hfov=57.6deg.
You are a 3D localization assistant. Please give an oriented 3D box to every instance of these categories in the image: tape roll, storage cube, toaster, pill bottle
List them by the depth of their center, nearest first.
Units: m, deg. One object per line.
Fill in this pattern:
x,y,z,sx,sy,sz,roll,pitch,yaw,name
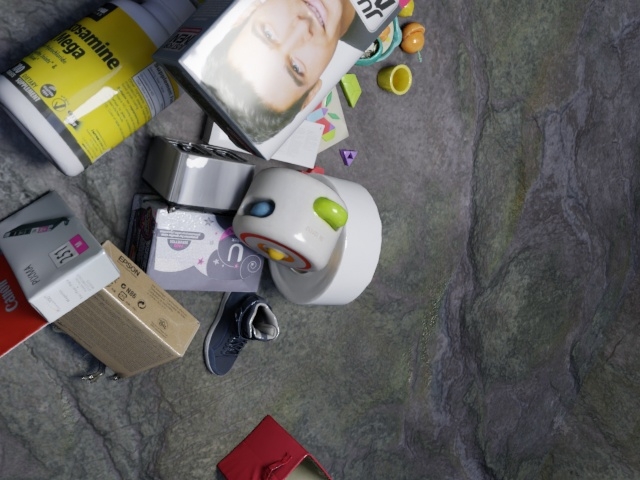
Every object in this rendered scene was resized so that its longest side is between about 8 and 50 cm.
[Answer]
-0.349,-0.277,0.974,0.334,0.188,0.188,-44,126,-17,pill bottle
-0.232,-0.121,1.114,0.168,0.186,0.110,4,110,-36,toaster
0.000,0.000,1.264,0.100,0.286,0.286,6,102,-38,tape roll
-0.104,0.587,1.441,0.184,0.193,0.215,-42,125,-17,storage cube

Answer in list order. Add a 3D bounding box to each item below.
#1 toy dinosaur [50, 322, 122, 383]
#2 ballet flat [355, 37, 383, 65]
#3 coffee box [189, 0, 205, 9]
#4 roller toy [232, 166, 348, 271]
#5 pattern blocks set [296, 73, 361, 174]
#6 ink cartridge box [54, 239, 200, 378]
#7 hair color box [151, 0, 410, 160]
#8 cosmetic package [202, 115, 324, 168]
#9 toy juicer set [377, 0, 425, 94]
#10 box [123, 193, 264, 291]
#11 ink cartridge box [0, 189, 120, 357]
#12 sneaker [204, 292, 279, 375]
-0.417,0.228,1.178,0.268,0.064,0.118,24,84,-42,toy dinosaur
0.019,-0.420,1.215,0.248,0.087,0.083,3,90,-17,ballet flat
-0.091,-0.512,0.986,0.337,0.334,0.338,-45,126,-13,coffee box
-0.058,-0.030,1.084,0.191,0.209,0.146,24,74,1,roller toy
-0.016,-0.284,1.319,0.285,0.026,0.324,-46,126,-15,pattern blocks set
-0.371,0.133,1.060,0.234,0.193,0.088,49,39,-23,ink cartridge box
-0.031,-0.317,0.817,0.374,0.114,0.185,-49,128,-8,hair color box
-0.117,-0.226,1.220,0.239,0.060,0.098,10,104,-29,cosmetic package
0.139,-0.505,1.317,0.329,0.089,0.209,38,82,-38,toy juicer set
-0.245,0.007,1.174,0.247,0.142,0.163,5,102,-38,box
-0.479,0.048,0.930,0.239,0.275,0.060,-37,132,-19,ink cartridge box
-0.175,0.220,1.286,0.086,0.163,0.226,9,101,-40,sneaker
